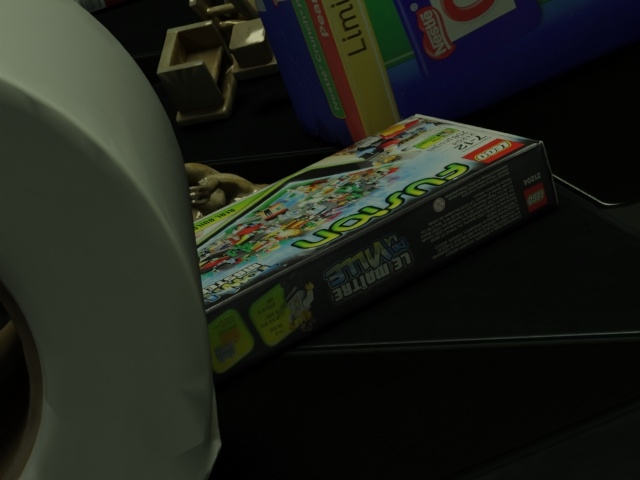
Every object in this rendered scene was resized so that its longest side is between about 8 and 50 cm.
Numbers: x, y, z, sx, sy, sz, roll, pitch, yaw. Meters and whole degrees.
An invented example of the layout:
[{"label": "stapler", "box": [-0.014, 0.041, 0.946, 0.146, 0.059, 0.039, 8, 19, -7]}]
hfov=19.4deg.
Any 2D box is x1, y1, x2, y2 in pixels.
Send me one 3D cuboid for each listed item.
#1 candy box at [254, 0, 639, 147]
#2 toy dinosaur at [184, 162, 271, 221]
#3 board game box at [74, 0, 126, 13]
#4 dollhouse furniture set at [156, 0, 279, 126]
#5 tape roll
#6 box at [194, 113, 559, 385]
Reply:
[{"label": "candy box", "box": [0.103, -0.235, 1.097, 0.317, 0.268, 0.122, -24, 17, -16]}, {"label": "toy dinosaur", "box": [-0.066, -0.025, 1.028, 0.183, 0.053, 0.092, 13, 20, 42]}, {"label": "board game box", "box": [-0.181, -0.266, 1.757, 0.145, 0.027, 0.281, -18, 20, -5]}, {"label": "dollhouse furniture set", "box": [0.004, -0.142, 1.244, 0.182, 0.101, 0.161, -9, 46, 21]}, {"label": "tape roll", "box": [-0.163, 0.024, 0.676, 0.246, 0.246, 0.169, -18, 21, -1]}, {"label": "box", "box": [0.000, 0.000, 0.904, 0.207, 0.036, 0.114, -27, 22, -24]}]
